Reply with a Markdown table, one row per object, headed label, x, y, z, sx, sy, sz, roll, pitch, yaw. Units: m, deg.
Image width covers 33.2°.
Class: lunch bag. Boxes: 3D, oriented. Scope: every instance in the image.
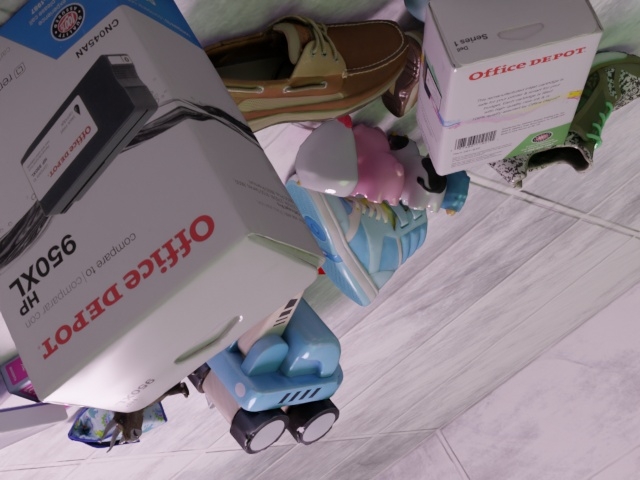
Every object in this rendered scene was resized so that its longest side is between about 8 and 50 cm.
| label | x | y | z | sx | sy | sz | roll | pitch | yaw |
| --- | --- | --- | --- | --- | --- | --- | --- | --- | --- |
| lunch bag | -0.397 | 0.351 | 2.088 | 0.151 | 0.096 | 0.129 | -27 | 163 | 30 |

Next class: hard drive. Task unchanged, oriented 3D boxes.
| label | x | y | z | sx | sy | sz | roll | pitch | yaw |
| --- | --- | --- | --- | --- | --- | --- | --- | --- | --- |
| hard drive | -0.608 | 0.348 | 1.783 | 0.319 | 0.040 | 0.210 | -25 | 170 | 16 |

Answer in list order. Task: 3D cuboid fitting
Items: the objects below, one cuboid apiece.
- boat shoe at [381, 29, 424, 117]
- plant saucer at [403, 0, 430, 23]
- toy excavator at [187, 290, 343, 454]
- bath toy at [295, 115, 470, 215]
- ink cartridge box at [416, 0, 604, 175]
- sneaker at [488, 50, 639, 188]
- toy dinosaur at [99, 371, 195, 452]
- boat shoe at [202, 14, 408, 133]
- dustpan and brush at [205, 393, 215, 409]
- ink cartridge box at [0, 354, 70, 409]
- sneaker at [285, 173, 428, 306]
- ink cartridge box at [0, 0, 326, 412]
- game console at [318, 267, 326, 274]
| label | x | y | z | sx | sy | sz | roll | pitch | yaw |
| --- | --- | --- | --- | --- | --- | --- | --- | --- | --- |
| boat shoe | 0.136 | -0.256 | 1.578 | 0.072 | 0.068 | 0.190 | -36 | 168 | -18 |
| plant saucer | 0.269 | -0.351 | 1.436 | 0.318 | 0.043 | 0.317 | -15 | 169 | -3 |
| toy excavator | -0.090 | 0.167 | 1.996 | 0.433 | 0.222 | 0.445 | 0 | 128 | -48 |
| bath toy | 0.095 | -0.126 | 1.695 | 0.348 | 0.151 | 0.128 | 6 | 100 | -48 |
| ink cartridge box | 0.247 | -0.224 | 1.466 | 0.202 | 0.117 | 0.278 | -15 | 155 | -5 |
| sneaker | 0.439 | -0.192 | 1.881 | 0.411 | 0.182 | 0.158 | -22 | 154 | -18 |
| toy dinosaur | -0.323 | 0.261 | 1.979 | 0.160 | 0.121 | 0.313 | -20 | -169 | 1 |
| boat shoe | -0.030 | -0.223 | 1.376 | 0.324 | 0.122 | 0.120 | -22 | 151 | -20 |
| dustpan and brush | -0.200 | 0.316 | 2.268 | 0.147 | 0.060 | 0.211 | -35 | 155 | 10 |
| ink cartridge box | -0.364 | 0.176 | 1.827 | 0.311 | 0.065 | 0.186 | -34 | 156 | 3 |
| sneaker | 0.071 | -0.052 | 1.813 | 0.208 | 0.127 | 0.319 | -43 | 140 | -12 |
| ink cartridge box | -0.220 | -0.060 | 1.136 | 0.285 | 0.394 | 0.166 | -38 | 155 | 15 |
| game console | 0.000 | 0.000 | 1.956 | 0.124 | 0.085 | 0.144 | -1 | 157 | 10 |
